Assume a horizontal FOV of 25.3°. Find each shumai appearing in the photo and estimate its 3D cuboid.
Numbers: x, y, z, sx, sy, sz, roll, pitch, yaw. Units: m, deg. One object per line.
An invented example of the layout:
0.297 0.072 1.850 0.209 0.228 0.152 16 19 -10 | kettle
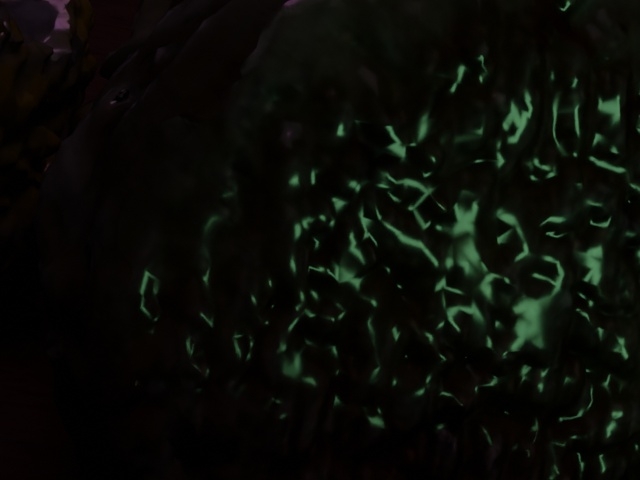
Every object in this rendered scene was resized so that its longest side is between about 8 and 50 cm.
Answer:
0.000 0.000 0.782 0.395 0.395 0.348 -4 11 -31 | shumai

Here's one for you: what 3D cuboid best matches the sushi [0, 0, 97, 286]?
-0.335 -0.097 0.847 0.396 0.240 0.351 13 28 6 | sushi
